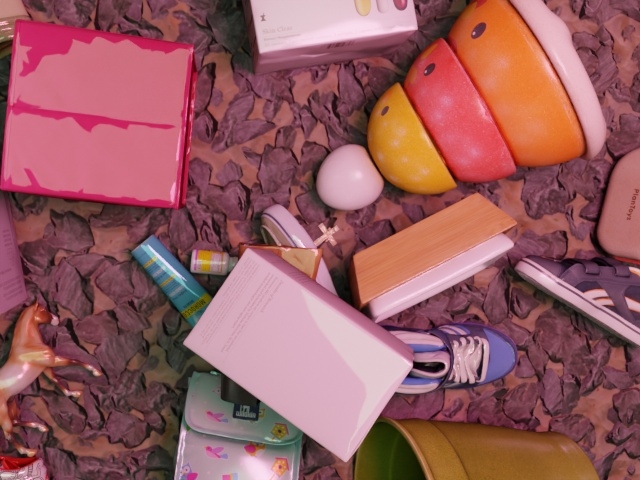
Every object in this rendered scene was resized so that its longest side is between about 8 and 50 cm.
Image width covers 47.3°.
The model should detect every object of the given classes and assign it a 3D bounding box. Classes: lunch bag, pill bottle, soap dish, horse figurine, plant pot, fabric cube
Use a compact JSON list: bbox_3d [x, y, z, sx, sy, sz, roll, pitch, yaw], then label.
[{"bbox_3d":[-0.143,0.371,1.292,0.223,0.160,0.262,9,73,-4],"label":"lunch bag"},{"bbox_3d":[-0.192,0.041,1.322,0.083,0.043,0.043,6,92,-8],"label":"pill bottle"},{"bbox_3d":[0.180,0.036,1.290,0.290,0.229,0.118,-27,80,-6],"label":"soap dish"},{"bbox_3d":[-0.514,0.255,1.265,0.174,0.066,0.263,44,74,-20],"label":"horse figurine"},{"bbox_3d":[0.288,0.473,1.281,0.353,0.366,0.367,-3,93,-19],"label":"plant pot"},{"bbox_3d":[-0.341,-0.189,1.184,0.258,0.254,0.259,5,92,-8],"label":"fabric cube"}]

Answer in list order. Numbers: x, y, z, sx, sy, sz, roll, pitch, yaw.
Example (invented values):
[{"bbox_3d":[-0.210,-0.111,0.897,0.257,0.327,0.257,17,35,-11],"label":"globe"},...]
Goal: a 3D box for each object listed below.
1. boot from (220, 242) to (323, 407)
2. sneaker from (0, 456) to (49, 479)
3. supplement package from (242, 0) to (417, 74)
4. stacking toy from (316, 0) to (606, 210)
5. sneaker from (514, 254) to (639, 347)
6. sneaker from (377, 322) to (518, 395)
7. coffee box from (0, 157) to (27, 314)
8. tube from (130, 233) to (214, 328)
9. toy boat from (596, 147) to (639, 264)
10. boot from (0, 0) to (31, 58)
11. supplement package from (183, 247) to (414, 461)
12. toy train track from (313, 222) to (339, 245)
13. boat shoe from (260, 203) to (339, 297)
[{"bbox_3d":[-0.028,0.151,1.256,0.264,0.096,0.281,9,90,7],"label":"boot"},{"bbox_3d":[-0.602,0.461,1.268,0.270,0.090,0.145,-12,94,-10],"label":"sneaker"},{"bbox_3d":[0.007,-0.389,1.246,0.261,0.204,0.145,-11,94,-7],"label":"supplement package"},{"bbox_3d":[0.204,-0.191,1.265,0.480,0.350,0.351,-30,97,10],"label":"stacking toy"},{"bbox_3d":[0.516,0.082,1.382,0.321,0.126,0.127,28,93,-19],"label":"sneaker"},{"bbox_3d":[0.226,0.219,1.289,0.322,0.236,0.130,6,92,-6],"label":"sneaker"},{"bbox_3d":[-0.684,-0.018,1.104,0.334,0.337,0.338,-10,95,-6],"label":"coffee box"},{"bbox_3d":[-0.253,0.082,1.315,0.080,0.052,0.207,-35,101,29],"label":"tube"},{"bbox_3d":[0.640,-0.063,1.398,0.151,0.151,0.231,13,92,-38],"label":"toy boat"},{"bbox_3d":[-0.625,-0.389,1.219,0.262,0.095,0.203,-19,96,-11],"label":"boot"},{"bbox_3d":[-0.024,0.164,1.116,0.293,0.177,0.175,34,92,8],"label":"supplement package"},{"bbox_3d":[0.000,0.000,1.361,0.083,0.014,0.048,-37,97,-4],"label":"toy train track"},{"bbox_3d":[-0.037,0.082,1.308,0.094,0.109,0.302,-31,99,-20],"label":"boat shoe"}]
